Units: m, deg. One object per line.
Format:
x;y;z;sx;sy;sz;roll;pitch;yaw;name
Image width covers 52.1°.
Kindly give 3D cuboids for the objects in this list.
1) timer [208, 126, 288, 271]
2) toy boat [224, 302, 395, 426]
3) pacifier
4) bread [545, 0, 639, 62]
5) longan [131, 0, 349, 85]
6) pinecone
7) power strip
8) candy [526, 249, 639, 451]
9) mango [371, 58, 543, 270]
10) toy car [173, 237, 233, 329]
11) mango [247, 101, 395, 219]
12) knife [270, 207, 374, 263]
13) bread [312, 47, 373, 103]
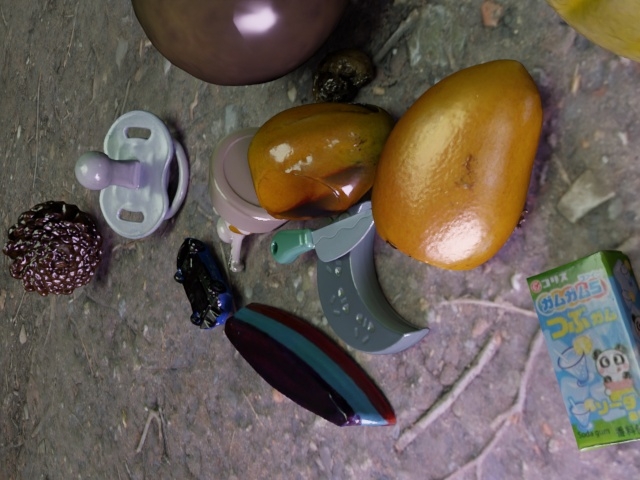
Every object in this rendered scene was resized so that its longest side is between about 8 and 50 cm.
-0.134;-0.056;1.160;0.266;0.175;0.175;129;129;-57;timer
-0.036;0.208;1.073;0.392;0.079;0.136;25;109;50;toy boat
-0.423;-0.142;1.418;0.238;0.226;0.287;13;100;30;pacifier
0.303;-0.289;0.526;0.320;0.320;0.237;21;85;47;bread
-0.118;-0.429;0.988;0.404;0.336;0.404;-26;59;53;longan
-0.700;0.010;1.731;0.292;0.246;0.246;-132;55;-61;pinecone
0.060;0.054;0.976;0.167;0.054;0.253;-39;61;40;power strip
0.298;0.117;0.695;0.097;0.062;0.194;-30;65;45;candy
0.165;-0.099;0.800;0.187;0.138;0.257;29;116;33;mango
-0.232;0.081;1.304;0.103;0.063;0.216;-59;43;29;toy car
0.004;-0.137;0.973;0.236;0.136;0.166;-2;50;31;mango
0.000;0.002;0.987;0.260;0.035;0.063;-13;77;55;knife
0.026;-0.255;1.024;0.113;0.060;0.082;-48;57;38;bread
